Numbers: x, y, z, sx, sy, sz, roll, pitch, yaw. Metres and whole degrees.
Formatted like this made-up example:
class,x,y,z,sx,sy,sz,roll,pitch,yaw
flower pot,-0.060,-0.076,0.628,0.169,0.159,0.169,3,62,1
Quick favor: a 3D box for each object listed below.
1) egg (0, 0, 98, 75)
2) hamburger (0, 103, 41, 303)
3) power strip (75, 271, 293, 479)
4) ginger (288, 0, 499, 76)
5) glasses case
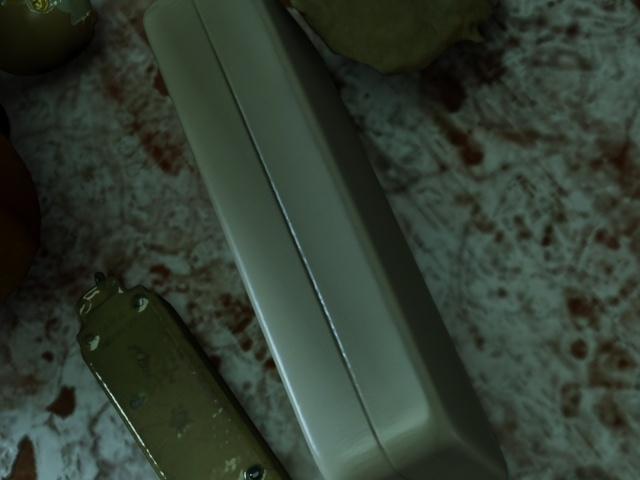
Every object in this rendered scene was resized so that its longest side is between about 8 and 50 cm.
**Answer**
class,x,y,z,sx,sy,sz,roll,pitch,yaw
egg,-0.197,-0.151,1.166,0.083,0.071,0.071,-31,62,11
hamburger,-0.351,-0.060,1.043,0.330,0.330,0.250,-24,67,12
power strip,-0.063,0.134,1.019,0.064,0.044,0.305,-40,62,4
ginger,0.036,-0.225,1.066,0.138,0.152,0.267,-13,68,50
glasses case,0.000,0.000,0.986,0.076,0.144,0.336,-28,61,10
